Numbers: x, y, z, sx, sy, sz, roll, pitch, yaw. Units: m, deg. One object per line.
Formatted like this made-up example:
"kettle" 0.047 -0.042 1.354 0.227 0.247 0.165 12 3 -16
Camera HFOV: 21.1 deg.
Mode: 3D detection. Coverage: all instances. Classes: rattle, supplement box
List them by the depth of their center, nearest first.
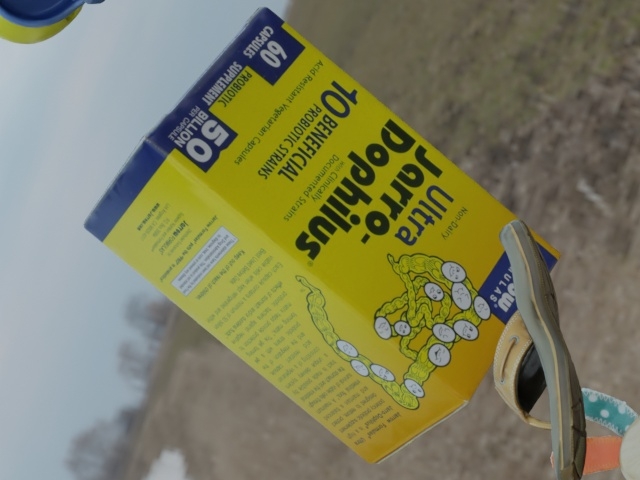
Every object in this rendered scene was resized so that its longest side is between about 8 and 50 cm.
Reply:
"rattle" 0.284 0.142 1.226 0.200 0.143 0.130 -36 60 47
"supplement box" 0.000 0.000 1.561 0.194 0.356 0.195 -53 5 -33

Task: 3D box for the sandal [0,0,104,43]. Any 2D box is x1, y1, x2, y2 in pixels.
"sandal" -0.146 -0.284 1.308 0.317 0.126 0.138 -59 21 -5

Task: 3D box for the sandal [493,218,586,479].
"sandal" 0.127 0.070 1.044 0.072 0.049 0.180 58 -162 -57
